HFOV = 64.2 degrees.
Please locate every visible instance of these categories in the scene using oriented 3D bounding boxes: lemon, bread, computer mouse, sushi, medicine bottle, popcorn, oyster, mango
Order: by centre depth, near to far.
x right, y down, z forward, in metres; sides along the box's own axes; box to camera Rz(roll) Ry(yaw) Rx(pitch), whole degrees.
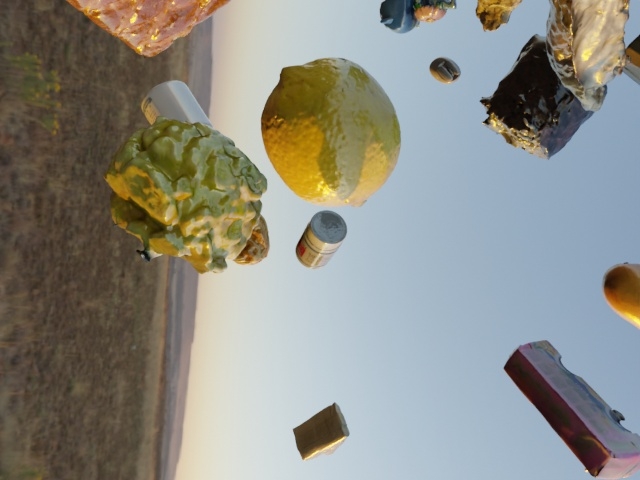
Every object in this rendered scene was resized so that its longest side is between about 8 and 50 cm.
[{"bbox_3d":[0.255,-0.367,0.675,0.166,0.053,0.108,131,-28,-54],"label":"oyster"},{"bbox_3d":[0.000,0.000,0.763,0.091,0.058,0.058,122,-31,-58],"label":"medicine bottle"},{"bbox_3d":[-0.205,-0.057,0.774,0.249,0.249,0.225,135,-26,-68],"label":"popcorn"},{"bbox_3d":[0.405,-0.342,0.779,0.341,0.110,0.166,42,39,-65],"label":"oyster"},{"bbox_3d":[-0.316,-0.516,0.898,0.207,0.279,0.279,64,10,15],"label":"bread"},{"bbox_3d":[-0.139,-0.007,0.972,0.044,0.083,0.111,-94,176,-83],"label":"bread"},{"bbox_3d":[0.026,0.397,1.073,0.152,0.105,0.077,-40,-121,33],"label":"bread"},{"bbox_3d":[0.025,-0.243,1.167,0.336,0.336,0.336,-175,-90,-75],"label":"lemon"},{"bbox_3d":[-0.348,-0.282,1.324,0.237,0.139,0.139,56,-23,7],"label":"medicine bottle"},{"bbox_3d":[0.848,0.156,1.348,0.219,0.145,0.112,51,6,8],"label":"mango"},{"bbox_3d":[0.335,-0.465,1.382,0.096,0.066,0.039,54,5,39],"label":"computer mouse"},{"bbox_3d":[0.686,-0.429,1.578,0.294,0.281,0.299,-49,-134,11],"label":"sushi"}]

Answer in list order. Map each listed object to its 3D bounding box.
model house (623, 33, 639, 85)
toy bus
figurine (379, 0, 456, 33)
[{"bbox_3d":[0.640,-0.281,0.812,0.243,0.204,0.211,48,6,18],"label":"model house"},{"bbox_3d":[0.478,0.318,0.976,0.274,0.112,0.090,56,-47,46],"label":"toy bus"},{"bbox_3d":[0.216,-0.546,1.141,0.114,0.178,0.144,-53,137,-49],"label":"figurine"}]
